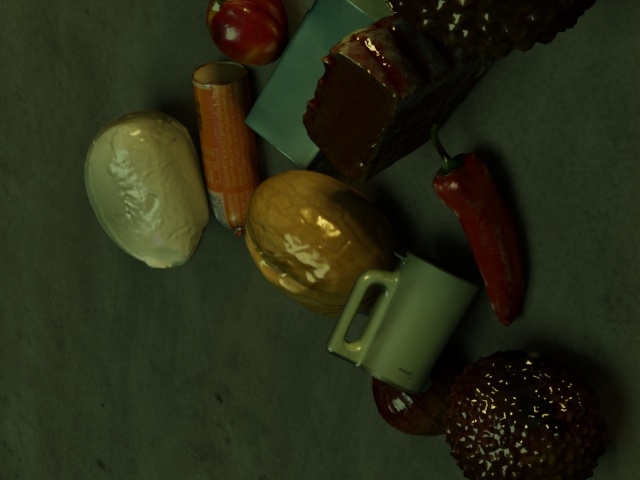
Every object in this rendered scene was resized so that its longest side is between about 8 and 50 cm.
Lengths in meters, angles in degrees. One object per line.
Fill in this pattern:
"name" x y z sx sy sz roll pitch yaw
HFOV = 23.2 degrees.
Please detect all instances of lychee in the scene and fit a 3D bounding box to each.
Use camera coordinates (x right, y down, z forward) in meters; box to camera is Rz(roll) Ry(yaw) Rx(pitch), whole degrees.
"lychee" 0.225 0.213 1.736 0.188 0.188 0.188 27 133 34
"lychee" 0.139 -0.304 1.401 0.267 0.267 0.267 27 133 34

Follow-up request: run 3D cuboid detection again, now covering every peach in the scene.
"peach" -0.082 -0.253 1.822 0.100 0.100 0.101 27 133 34

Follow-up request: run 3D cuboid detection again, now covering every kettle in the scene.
"kettle" 0.098 0.090 1.774 0.098 0.127 0.148 32 97 37

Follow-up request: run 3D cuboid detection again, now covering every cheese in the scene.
"cheese" -0.227 -0.075 2.030 0.154 0.189 0.198 -14 109 8

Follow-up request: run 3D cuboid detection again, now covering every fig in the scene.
"fig" 0.121 0.190 1.898 0.119 0.119 0.153 31 160 31

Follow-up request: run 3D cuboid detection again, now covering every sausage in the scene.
"sausage" -0.116 -0.107 1.974 0.071 0.071 0.234 22 129 38

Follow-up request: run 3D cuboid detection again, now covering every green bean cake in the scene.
"green bean cake" 0.068 -0.153 1.638 0.097 0.198 0.233 53 147 10

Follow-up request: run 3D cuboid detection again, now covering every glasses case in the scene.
"glasses case" 0.008 -0.195 1.796 0.105 0.056 0.266 38 141 2

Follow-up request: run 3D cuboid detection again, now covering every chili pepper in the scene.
"chili pepper" 0.177 -0.018 1.713 0.071 0.063 0.272 14 136 55

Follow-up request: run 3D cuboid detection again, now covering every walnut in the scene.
"walnut" 0.000 0.000 1.853 0.206 0.159 0.159 37 138 25

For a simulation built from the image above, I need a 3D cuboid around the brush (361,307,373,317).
"brush" 0.081 0.087 1.935 0.170 0.014 0.043 23 132 36
